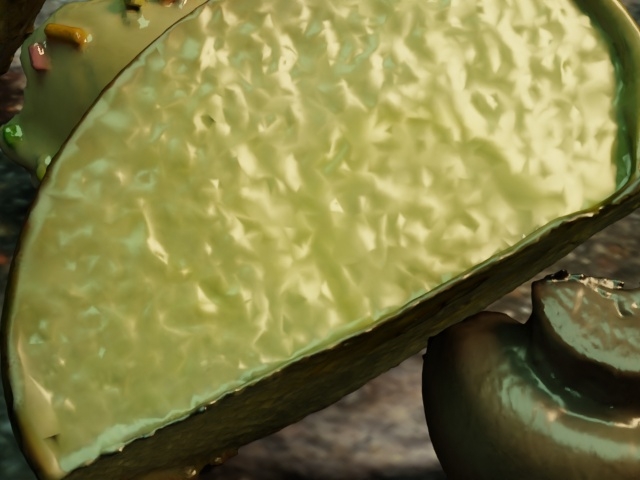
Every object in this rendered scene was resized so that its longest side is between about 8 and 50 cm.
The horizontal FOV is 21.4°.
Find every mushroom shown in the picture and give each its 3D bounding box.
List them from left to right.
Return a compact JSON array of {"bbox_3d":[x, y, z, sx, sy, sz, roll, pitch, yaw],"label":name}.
[{"bbox_3d":[0.144,0.095,0.783,0.188,0.141,0.117,-4,60,-1],"label":"mushroom"}]

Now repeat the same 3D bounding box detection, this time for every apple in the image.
[{"bbox_3d":[0.000,0.000,0.779,0.346,0.254,0.179,-28,31,-18],"label":"apple"}]

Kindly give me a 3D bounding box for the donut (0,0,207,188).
[{"bbox_3d":[-0.017,-0.140,1.066,0.307,0.150,0.371,8,37,8],"label":"donut"}]

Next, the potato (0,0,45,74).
[{"bbox_3d":[-0.210,-0.169,1.052,0.090,0.225,0.117,40,29,3],"label":"potato"}]
